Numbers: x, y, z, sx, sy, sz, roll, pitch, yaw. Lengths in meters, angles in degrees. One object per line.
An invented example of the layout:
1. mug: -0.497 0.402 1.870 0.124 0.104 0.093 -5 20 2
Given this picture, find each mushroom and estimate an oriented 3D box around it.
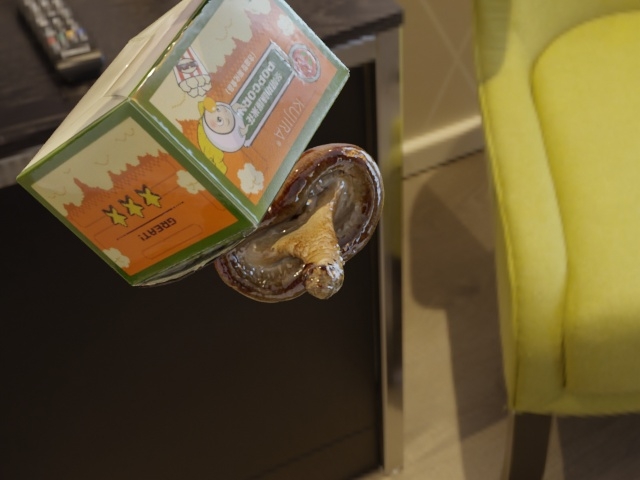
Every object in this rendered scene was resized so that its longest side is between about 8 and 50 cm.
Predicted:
1. mushroom: 0.000 0.000 1.313 0.227 0.148 0.217 -46 24 -1

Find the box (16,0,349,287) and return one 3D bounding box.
1. box: -0.106 -0.091 0.949 0.177 0.148 0.195 -24 28 44
